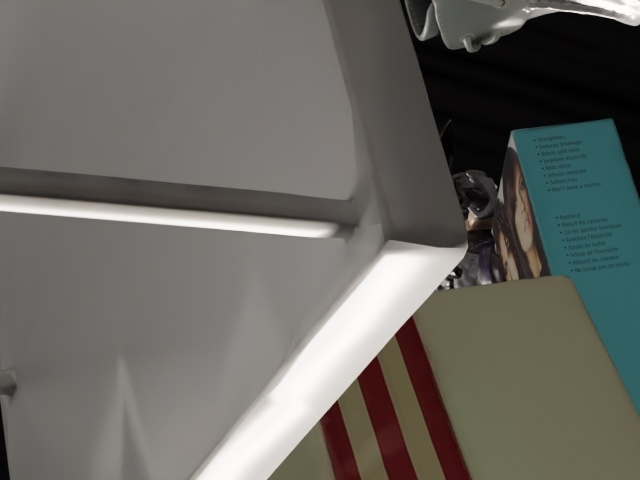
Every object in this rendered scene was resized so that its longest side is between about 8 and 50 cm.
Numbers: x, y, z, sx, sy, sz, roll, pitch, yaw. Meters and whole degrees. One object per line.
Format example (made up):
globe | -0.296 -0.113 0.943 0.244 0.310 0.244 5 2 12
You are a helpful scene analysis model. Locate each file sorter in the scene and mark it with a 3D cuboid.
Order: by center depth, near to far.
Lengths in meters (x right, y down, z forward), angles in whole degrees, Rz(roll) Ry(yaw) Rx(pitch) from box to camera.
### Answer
file sorter | -0.114 -0.069 0.439 0.193 0.173 0.278 -52 -138 46

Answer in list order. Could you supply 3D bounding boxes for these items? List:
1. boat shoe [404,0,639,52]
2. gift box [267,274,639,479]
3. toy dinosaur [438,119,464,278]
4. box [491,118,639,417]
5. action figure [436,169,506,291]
boat shoe | 0.050 -0.106 0.735 0.063 0.184 0.066 -71 -157 13
gift box | 0.021 0.198 0.847 0.258 0.276 0.255 -110 -170 -53
toy dinosaur | 0.000 0.000 1.396 0.164 0.322 0.218 -49 -171 -28
box | 0.150 0.062 1.016 0.100 0.060 0.244 93 -13 -55
action figure | 0.174 0.023 1.735 0.285 0.099 0.185 -9 -81 60
